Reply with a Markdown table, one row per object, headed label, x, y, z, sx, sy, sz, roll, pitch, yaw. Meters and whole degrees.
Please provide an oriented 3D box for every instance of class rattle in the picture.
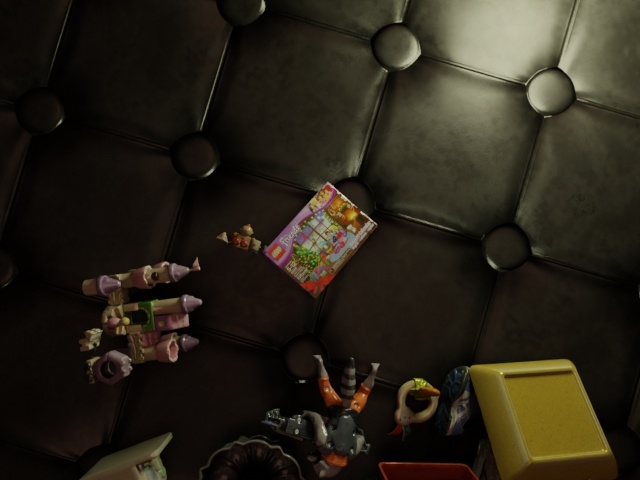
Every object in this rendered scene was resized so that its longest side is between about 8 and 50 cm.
| label | x | y | z | sx | sy | sz | roll | pitch | yaw |
| --- | --- | --- | --- | --- | --- | --- | --- | --- | --- |
| rattle | 0.276 | 0.513 | 1.337 | 0.130 | 0.143 | 0.200 | 41 | 83 | -18 |

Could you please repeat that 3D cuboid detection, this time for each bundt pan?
| label | x | y | z | sx | sy | sz | roll | pitch | yaw |
| --- | --- | --- | --- | --- | --- | --- | --- | --- | --- |
| bundt pan | -0.195 | 0.721 | 1.338 | 0.331 | 0.124 | 0.331 | 0 | 90 | -1 |

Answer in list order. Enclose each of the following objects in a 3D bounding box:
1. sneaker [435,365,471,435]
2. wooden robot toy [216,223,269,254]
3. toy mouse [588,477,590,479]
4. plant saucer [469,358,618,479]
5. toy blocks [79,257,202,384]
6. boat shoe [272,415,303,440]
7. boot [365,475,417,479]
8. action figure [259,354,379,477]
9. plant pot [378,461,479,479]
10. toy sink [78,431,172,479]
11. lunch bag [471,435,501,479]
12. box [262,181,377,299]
| label | x | y | z | sx | sy | sz | roll | pitch | yaw |
| --- | --- | --- | --- | --- | --- | --- | --- | --- | --- |
| sneaker | 0.411 | 0.479 | 1.374 | 0.081 | 0.080 | 0.211 | 19 | 90 | -22 |
| wooden robot toy | -0.221 | -0.011 | 1.379 | 0.173 | 0.076 | 0.079 | 18 | 78 | 0 |
| toy mouse | 0.668 | 0.679 | 1.175 | 0.161 | 0.031 | 0.143 | 28 | 91 | -5 |
| plant saucer | 0.619 | 0.481 | 1.257 | 0.333 | 0.081 | 0.333 | -1 | 56 | -9 |
| toy blocks | -0.448 | 0.205 | 1.253 | 0.260 | 0.309 | 0.288 | -7 | 90 | 6 |
| boat shoe | -0.097 | 0.558 | 1.383 | 0.133 | 0.042 | 0.049 | 23 | 110 | 0 |
| boot | 0.187 | 0.930 | 1.319 | 0.367 | 0.146 | 0.445 | -21 | 93 | -10 |
| action figure | 0.013 | 0.498 | 1.305 | 0.341 | 0.178 | 0.330 | 13 | 71 | -14 |
| plant pot | 0.294 | 0.753 | 1.166 | 0.267 | 0.267 | 0.236 | 5 | 96 | -9 |
| toy sink | -0.537 | 0.681 | 1.326 | 0.234 | 0.153 | 0.131 | -21 | 89 | -1 |
| lunch bag | 0.535 | 0.732 | 1.290 | 0.256 | 0.212 | 0.305 | 19 | 90 | -5 |
| box | 0.000 | 0.000 | 1.348 | 0.201 | 0.057 | 0.293 | 41 | 75 | 1 |
